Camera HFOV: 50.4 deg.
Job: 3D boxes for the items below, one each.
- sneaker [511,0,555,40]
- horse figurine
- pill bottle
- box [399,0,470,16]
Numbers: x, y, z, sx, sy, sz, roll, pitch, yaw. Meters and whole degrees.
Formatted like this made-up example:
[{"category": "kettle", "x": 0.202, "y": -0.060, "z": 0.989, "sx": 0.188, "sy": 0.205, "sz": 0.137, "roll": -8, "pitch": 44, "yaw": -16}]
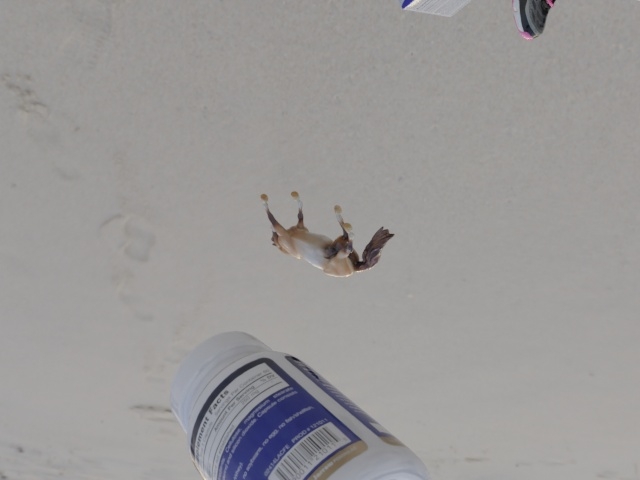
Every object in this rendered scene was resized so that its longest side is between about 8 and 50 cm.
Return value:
[{"category": "sneaker", "x": 0.300, "y": -0.340, "z": 0.870, "sx": 0.075, "sy": 0.170, "sz": 0.063, "roll": 14, "pitch": 174, "yaw": 42}, {"category": "horse figurine", "x": 0.000, "y": 0.000, "z": 1.193, "sx": 0.263, "sy": 0.066, "sz": 0.174, "roll": 18, "pitch": 143, "yaw": 25}, {"category": "pill bottle", "x": -0.034, "y": 0.199, "z": 0.651, "sx": 0.153, "sy": 0.153, "sz": 0.264, "roll": 31, "pitch": 180, "yaw": -42}, {"category": "box", "x": 0.203, "y": -0.429, "z": 1.091, "sx": 0.137, "sy": 0.072, "sz": 0.126, "roll": -11, "pitch": 166, "yaw": -44}]
